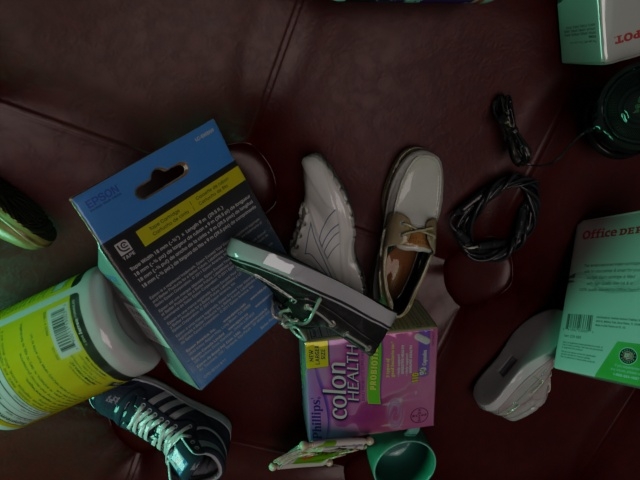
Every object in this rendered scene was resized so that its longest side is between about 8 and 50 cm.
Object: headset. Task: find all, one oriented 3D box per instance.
[{"bbox_3d":[0.495,-0.230,0.818,0.394,0.243,0.185,-23,86,18],"label":"headset"}]

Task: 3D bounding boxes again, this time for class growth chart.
[{"bbox_3d":[0.002,0.407,0.973,0.171,0.021,0.237,5,146,-23],"label":"growth chart"}]

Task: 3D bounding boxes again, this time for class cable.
[{"bbox_3d":[0.337,-0.040,0.938,0.184,0.047,0.150,-39,110,5],"label":"cable"}]

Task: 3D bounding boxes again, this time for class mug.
[{"bbox_3d":[0.169,0.423,1.045,0.129,0.097,0.158,41,98,-19],"label":"mug"}]

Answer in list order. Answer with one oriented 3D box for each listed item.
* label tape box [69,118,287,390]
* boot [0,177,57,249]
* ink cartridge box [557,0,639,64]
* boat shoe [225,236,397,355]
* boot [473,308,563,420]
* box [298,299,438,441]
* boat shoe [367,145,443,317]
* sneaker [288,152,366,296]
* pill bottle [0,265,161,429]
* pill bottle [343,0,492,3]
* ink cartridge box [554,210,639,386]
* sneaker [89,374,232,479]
[{"bbox_3d":[-0.196,0.020,0.790,0.240,0.105,0.334,-39,114,-30],"label":"label tape box"},{"bbox_3d":[-0.586,0.011,0.796,0.236,0.089,0.269,42,98,-9],"label":"boot"},{"bbox_3d":[0.483,-0.433,0.788,0.196,0.114,0.273,-16,109,-3],"label":"ink cartridge box"},{"bbox_3d":[-0.022,0.096,0.791,0.306,0.113,0.105,29,87,-30],"label":"boat shoe"},{"bbox_3d":[0.437,0.261,1.046,0.123,0.095,0.258,31,106,-28],"label":"boot"},{"bbox_3d":[0.085,0.242,0.959,0.242,0.117,0.214,-4,110,-7],"label":"box"},{"bbox_3d":[0.160,-0.008,0.891,0.113,0.103,0.303,5,108,-10],"label":"boat shoe"},{"bbox_3d":[0.000,0.000,0.871,0.129,0.111,0.297,-11,110,0],"label":"sneaker"},{"bbox_3d":[-0.442,0.183,0.814,0.333,0.188,0.188,-24,111,5],"label":"pill bottle"},{"bbox_3d":[0.105,-0.425,0.697,0.322,0.181,0.182,-3,109,-7],"label":"pill bottle"},{"bbox_3d":[0.547,0.106,0.885,0.121,0.211,0.289,16,81,-14],"label":"ink cartridge box"},{"bbox_3d":[-0.289,0.345,0.916,0.282,0.153,0.099,28,102,-17],"label":"sneaker"}]
